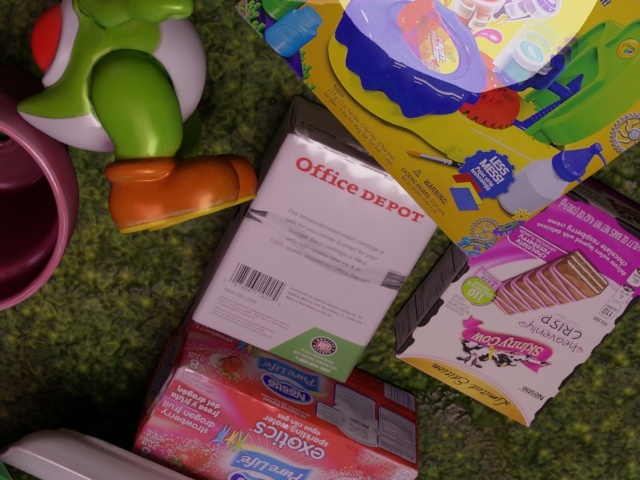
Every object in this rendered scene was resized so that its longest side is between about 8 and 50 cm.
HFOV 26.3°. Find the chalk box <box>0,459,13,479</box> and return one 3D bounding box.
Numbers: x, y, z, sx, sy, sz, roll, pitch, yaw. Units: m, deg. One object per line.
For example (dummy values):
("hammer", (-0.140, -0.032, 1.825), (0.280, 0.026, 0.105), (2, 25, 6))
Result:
("chalk box", (-0.353, 0.392, 1.374), (0.180, 0.179, 0.289), (-19, 103, 47))

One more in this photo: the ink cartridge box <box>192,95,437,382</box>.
("ink cartridge box", (0.000, 0.000, 1.259), (0.160, 0.092, 0.219), (24, 117, -11))

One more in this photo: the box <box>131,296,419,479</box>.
("box", (-0.041, 0.180, 1.342), (0.257, 0.128, 0.122), (25, 117, -12))

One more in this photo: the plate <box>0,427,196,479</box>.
("plate", (-0.180, 0.247, 1.354), (0.278, 0.277, 0.045), (25, 74, -11))

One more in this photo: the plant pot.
("plant pot", (-0.300, -0.062, 1.190), (0.201, 0.180, 0.201), (1, 119, 2))

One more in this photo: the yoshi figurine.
("yoshi figurine", (-0.125, -0.198, 1.082), (0.204, 0.203, 0.362), (-16, 93, 47))

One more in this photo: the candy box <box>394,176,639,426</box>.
("candy box", (0.196, 0.046, 1.287), (0.159, 0.071, 0.233), (28, 117, -13))

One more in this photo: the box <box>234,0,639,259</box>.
("box", (0.134, -0.197, 1.096), (0.279, 0.177, 0.290), (-38, 111, 20))
